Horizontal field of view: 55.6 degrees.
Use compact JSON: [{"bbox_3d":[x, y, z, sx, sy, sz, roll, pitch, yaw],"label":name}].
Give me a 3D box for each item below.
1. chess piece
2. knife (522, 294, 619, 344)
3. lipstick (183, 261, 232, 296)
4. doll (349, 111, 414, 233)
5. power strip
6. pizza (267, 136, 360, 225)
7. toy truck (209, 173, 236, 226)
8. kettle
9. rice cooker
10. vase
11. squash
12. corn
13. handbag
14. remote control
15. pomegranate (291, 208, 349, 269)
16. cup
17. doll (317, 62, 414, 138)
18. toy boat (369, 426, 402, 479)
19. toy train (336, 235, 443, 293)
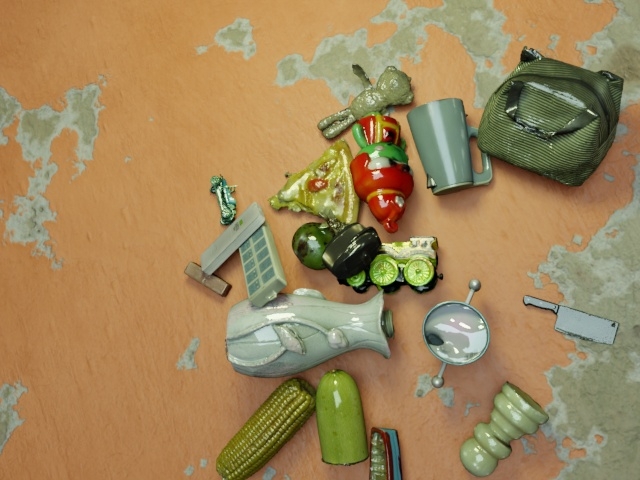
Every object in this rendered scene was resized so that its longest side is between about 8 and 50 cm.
[{"bbox_3d":[0.453,0.494,1.548,0.133,0.133,0.243,40,98,17],"label":"chess piece"},{"bbox_3d":[0.649,0.209,1.593,0.245,0.019,0.072,18,86,14],"label":"knife"},{"bbox_3d":[-0.342,0.118,1.841,0.145,0.045,0.045,29,90,17],"label":"lipstick"},{"bbox_3d":[0.171,-0.182,1.690,0.160,0.182,0.363,-36,51,43],"label":"doll"},{"bbox_3d":[-0.171,0.049,1.703,0.106,0.043,0.367,-40,32,11],"label":"power strip"},{"bbox_3d":[-0.022,-0.141,1.790,0.287,0.075,0.280,-17,76,10],"label":"pizza"},{"bbox_3d":[-0.286,-0.124,1.861,0.078,0.080,0.154,-15,76,-17],"label":"toy truck"},{"bbox_3d":[0.369,-0.257,1.693,0.210,0.160,0.243,-11,84,-17],"label":"kettle"},{"bbox_3d":[0.083,0.026,1.623,0.106,0.112,0.165,36,77,33],"label":"rice cooker"},{"bbox_3d":[-0.024,0.246,1.643,0.445,0.250,0.250,-6,79,7],"label":"vase"},{"bbox_3d":[0.055,0.462,1.621,0.132,0.132,0.247,-6,90,13],"label":"squash"},{"bbox_3d":[-0.149,0.531,1.683,0.131,0.131,0.344,43,95,17],"label":"corn"},{"bbox_3d":[0.594,-0.326,1.566,0.340,0.240,0.247,26,61,18],"label":"handbag"},{"bbox_3d":[-0.264,-0.006,1.806,0.250,0.034,0.103,-45,31,11],"label":"remote control"},{"bbox_3d":[-0.006,0.002,1.713,0.148,0.148,0.169,32,131,17],"label":"pomegranate"},{"bbox_3d":[0.353,0.241,1.580,0.167,0.173,0.300,21,87,16],"label":"cup"},{"bbox_3d":[0.139,-0.392,1.795,0.202,0.091,0.286,36,100,9],"label":"doll"},{"bbox_3d":[0.170,0.693,1.587,0.079,0.136,0.392,3,79,-18],"label":"toy boat"},{"bbox_3d":[0.191,0.066,1.691,0.296,0.100,0.160,-2,73,15],"label":"toy train"}]
